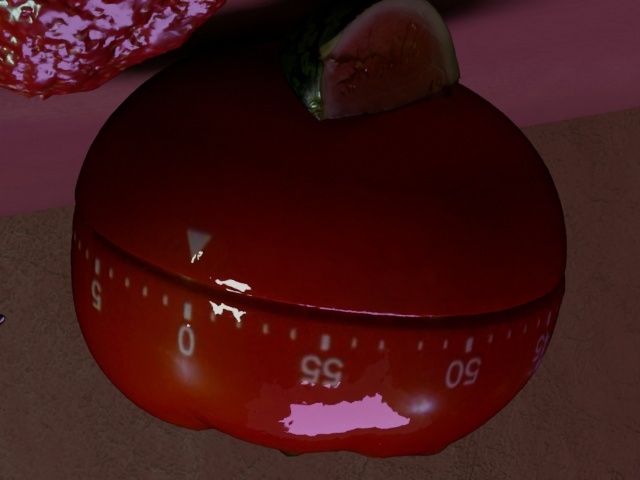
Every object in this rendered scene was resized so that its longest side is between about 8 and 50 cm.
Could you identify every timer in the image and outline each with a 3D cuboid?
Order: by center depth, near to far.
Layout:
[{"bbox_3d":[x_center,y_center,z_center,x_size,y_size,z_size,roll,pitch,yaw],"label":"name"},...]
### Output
[{"bbox_3d":[0.000,0.000,1.464,0.378,0.279,0.378,9,-163,-3],"label":"timer"}]

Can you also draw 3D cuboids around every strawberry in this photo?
[{"bbox_3d":[-0.114,-0.125,1.011,0.187,0.082,0.146,-15,-177,26],"label":"strawberry"}]

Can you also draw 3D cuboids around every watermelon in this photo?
[{"bbox_3d":[0.036,-0.143,1.327,0.163,0.087,0.069,-20,155,-50],"label":"watermelon"}]

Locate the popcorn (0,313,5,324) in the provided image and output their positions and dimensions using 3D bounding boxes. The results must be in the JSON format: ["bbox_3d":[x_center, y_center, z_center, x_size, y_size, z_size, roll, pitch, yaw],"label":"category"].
[{"bbox_3d":[-0.423,0.051,1.718,0.281,0.315,0.297,11,144,-19],"label":"popcorn"}]
